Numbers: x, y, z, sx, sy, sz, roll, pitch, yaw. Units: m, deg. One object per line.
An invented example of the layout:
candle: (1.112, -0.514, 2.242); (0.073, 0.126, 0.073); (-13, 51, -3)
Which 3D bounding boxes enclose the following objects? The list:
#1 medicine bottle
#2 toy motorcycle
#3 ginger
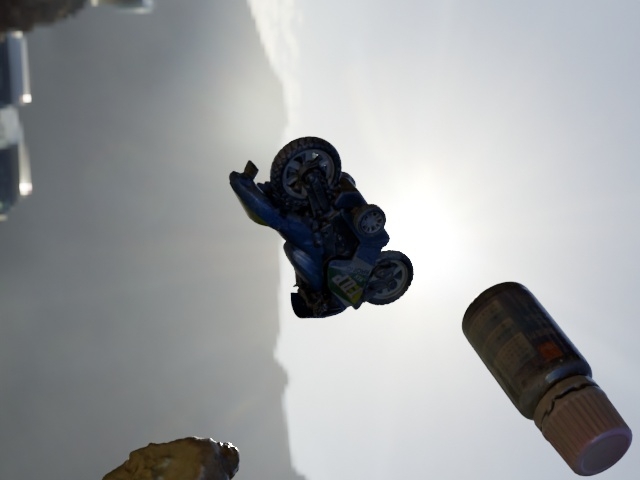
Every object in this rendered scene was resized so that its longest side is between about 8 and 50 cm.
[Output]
medicine bottle: (0.215, 0.131, 1.270); (0.083, 0.083, 0.203); (98, -29, -41)
toy motorcycle: (0.000, 0.000, 1.375); (0.254, 0.135, 0.092); (55, -2, -38)
ginger: (-0.159, 0.324, 1.559); (0.130, 0.275, 0.221); (35, -79, 31)
